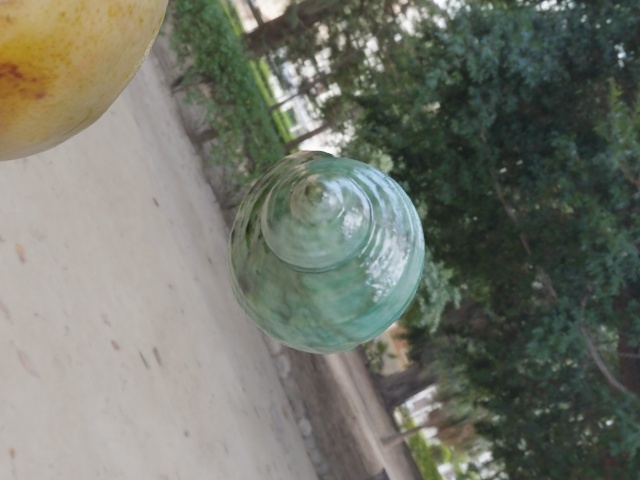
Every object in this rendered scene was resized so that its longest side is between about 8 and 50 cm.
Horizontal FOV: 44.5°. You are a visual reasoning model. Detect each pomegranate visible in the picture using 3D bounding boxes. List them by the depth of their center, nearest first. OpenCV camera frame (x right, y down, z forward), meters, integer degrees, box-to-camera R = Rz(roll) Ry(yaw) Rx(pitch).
[{"bbox_3d":[-0.259,-0.218,0.616,0.319,0.319,0.319,154,-90,-90],"label":"pomegranate"}]

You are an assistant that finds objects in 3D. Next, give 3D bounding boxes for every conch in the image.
[{"bbox_3d":[-0.004,0.001,0.605,0.188,0.122,0.175,-31,-123,55],"label":"conch"}]
